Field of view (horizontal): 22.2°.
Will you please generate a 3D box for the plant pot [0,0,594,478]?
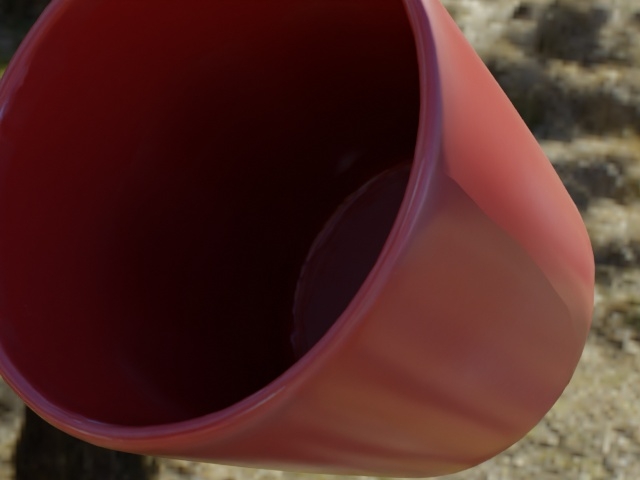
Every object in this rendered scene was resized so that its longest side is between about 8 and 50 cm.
[{"bbox_3d":[0.000,0.000,0.816,0.275,0.275,0.243,21,-7,39],"label":"plant pot"}]
